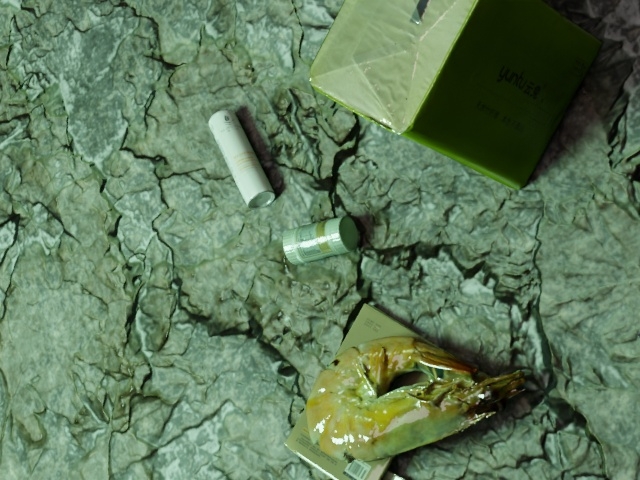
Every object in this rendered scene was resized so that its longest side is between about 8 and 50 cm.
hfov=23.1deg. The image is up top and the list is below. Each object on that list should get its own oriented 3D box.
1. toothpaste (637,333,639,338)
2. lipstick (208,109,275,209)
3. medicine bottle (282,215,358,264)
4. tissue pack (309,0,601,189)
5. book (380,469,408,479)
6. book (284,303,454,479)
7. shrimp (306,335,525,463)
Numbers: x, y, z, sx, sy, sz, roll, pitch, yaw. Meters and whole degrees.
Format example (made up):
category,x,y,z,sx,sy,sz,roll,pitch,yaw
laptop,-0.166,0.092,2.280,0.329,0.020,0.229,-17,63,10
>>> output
category,x,y,z,sx,sy,sz,roll,pitch,yaw
toothpaste,0.390,0.156,1.634,0.045,0.028,0.170,-34,59,16
lipstick,-0.103,-0.106,2.011,0.040,0.040,0.141,-39,61,21
medicine bottle,0.000,0.000,1.916,0.083,0.047,0.047,-14,72,31
tissue pack,0.153,-0.196,1.719,0.167,0.274,0.200,31,97,34
book,0.053,0.387,1.811,0.170,0.018,0.242,24,92,35
book,0.055,0.189,1.842,0.138,0.016,0.199,31,91,34
shrimp,0.106,0.173,1.776,0.267,0.061,0.145,-13,60,26
